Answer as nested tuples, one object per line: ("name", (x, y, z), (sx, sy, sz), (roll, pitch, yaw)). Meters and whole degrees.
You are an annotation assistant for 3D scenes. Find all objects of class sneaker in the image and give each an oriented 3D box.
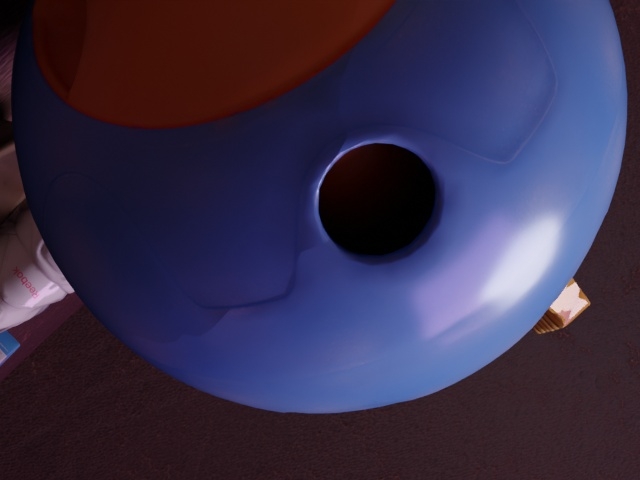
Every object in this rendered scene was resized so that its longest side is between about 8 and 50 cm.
("sneaker", (-0.247, 0.018, 0.996), (0.115, 0.090, 0.232), (-38, -169, -12))

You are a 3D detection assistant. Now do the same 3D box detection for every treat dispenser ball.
("treat dispenser ball", (-0.001, -0.062, 0.619), (0.288, 0.288, 0.288), (-43, -178, 2))

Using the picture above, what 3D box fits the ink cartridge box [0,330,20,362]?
("ink cartridge box", (-0.485, 0.181, 1.681), (0.104, 0.060, 0.180), (-41, -177, 30))

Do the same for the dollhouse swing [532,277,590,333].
("dollhouse swing", (0.000, 0.000, 1.063), (0.315, 0.305, 0.347), (-27, 174, 1))

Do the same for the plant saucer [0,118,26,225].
("plant saucer", (-0.275, 0.016, 0.790), (0.278, 0.041, 0.278), (-42, -177, 2))

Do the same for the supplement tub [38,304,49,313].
("supplement tub", (-0.323, 0.053, 1.358), (0.071, 0.071, 0.107), (-43, -178, 1))
